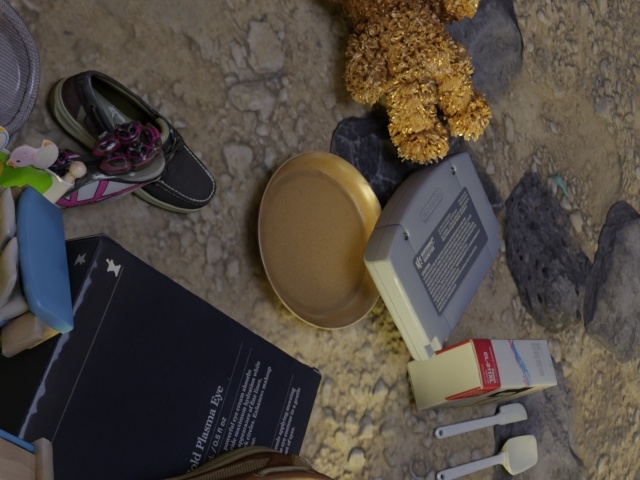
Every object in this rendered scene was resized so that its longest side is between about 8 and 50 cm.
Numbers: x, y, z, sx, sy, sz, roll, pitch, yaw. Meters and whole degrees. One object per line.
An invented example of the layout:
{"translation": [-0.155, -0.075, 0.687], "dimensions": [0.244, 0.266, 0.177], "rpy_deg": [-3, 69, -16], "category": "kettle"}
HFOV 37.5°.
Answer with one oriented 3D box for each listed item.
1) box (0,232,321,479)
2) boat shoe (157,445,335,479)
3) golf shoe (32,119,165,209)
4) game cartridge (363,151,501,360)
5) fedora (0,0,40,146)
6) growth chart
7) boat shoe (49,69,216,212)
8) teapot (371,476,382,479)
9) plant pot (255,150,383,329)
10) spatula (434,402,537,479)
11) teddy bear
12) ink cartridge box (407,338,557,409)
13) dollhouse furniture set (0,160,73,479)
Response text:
{"translation": [-0.200, 0.220, 0.899], "dimensions": [0.312, 0.179, 0.343], "rpy_deg": [39, 57, -38], "category": "box"}
{"translation": [-0.108, 0.252, 0.773], "dimensions": [0.324, 0.120, 0.123], "rpy_deg": [-20, 99, -47], "category": "boat shoe"}
{"translation": [-0.249, -0.057, 0.973], "dimensions": [0.186, 0.086, 0.067], "rpy_deg": [-17, 59, -13], "category": "golf shoe"}
{"translation": [0.166, 0.005, 1.360], "dimensions": [0.198, 0.062, 0.297], "rpy_deg": [60, 43, -19], "category": "game cartridge"}
{"translation": [-0.360, -0.171, 0.842], "dimensions": [0.275, 0.124, 0.244], "rpy_deg": [46, 54, -41], "category": "fedora"}
{"translation": [-0.347, -0.048, 0.847], "dimensions": [0.237, 0.172, 0.021], "rpy_deg": [13, 43, -43], "category": "growth chart"}
{"translation": [-0.196, -0.107, 1.049], "dimensions": [0.223, 0.073, 0.080], "rpy_deg": [40, 57, -31], "category": "boat shoe"}
{"translation": [0.077, 0.470, 1.131], "dimensions": [0.256, 0.187, 0.252], "rpy_deg": [-46, 142, -56], "category": "teapot"}
{"translation": [0.000, 0.000, 1.244], "dimensions": [0.236, 0.032, 0.236], "rpy_deg": [9, 77, -42], "category": "plant pot"}
{"translation": [0.249, 0.282, 1.436], "dimensions": [0.242, 0.019, 0.168], "rpy_deg": [-2, 85, -44], "category": "spatula"}
{"translation": [0.132, -0.274, 1.338], "dimensions": [0.245, 0.113, 0.338], "rpy_deg": [-13, 98, -16], "category": "teddy bear"}
{"translation": [0.234, 0.191, 1.351], "dimensions": [0.175, 0.127, 0.072], "rpy_deg": [6, 65, -41], "category": "ink cartridge box"}
{"translation": [-0.370, 0.078, 0.734], "dimensions": [0.198, 0.286, 0.303], "rpy_deg": [49, 19, -48], "category": "dollhouse furniture set"}
